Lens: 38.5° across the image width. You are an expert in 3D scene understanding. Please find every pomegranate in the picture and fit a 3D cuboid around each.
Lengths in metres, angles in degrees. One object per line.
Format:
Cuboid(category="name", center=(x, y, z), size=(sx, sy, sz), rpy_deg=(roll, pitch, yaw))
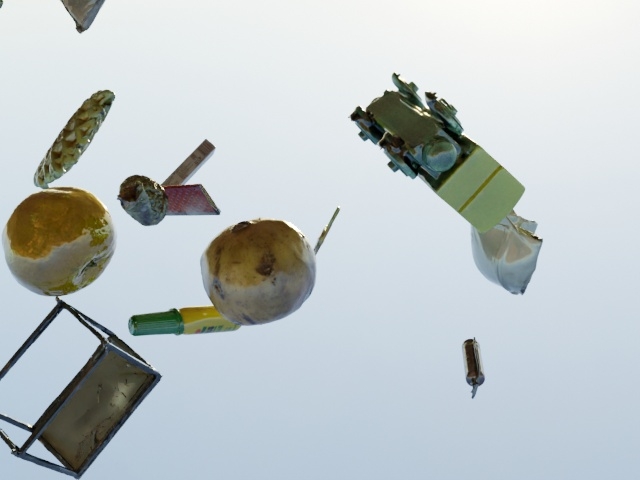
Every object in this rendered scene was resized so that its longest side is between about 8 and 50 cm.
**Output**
Cuboid(category="pomegranate", center=(-0.151, 0.073, 2.208), size=(0.281, 0.281, 0.281), rpy_deg=(-10, -156, 4))

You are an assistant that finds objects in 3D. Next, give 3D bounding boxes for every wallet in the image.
Cuboid(category="wallet", center=(-0.333, -0.092, 2.106), size=(0.196, 0.103, 0.020), rpy_deg=(0, -128, 28))

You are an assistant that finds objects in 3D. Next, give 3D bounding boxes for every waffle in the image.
Cuboid(category="waffle", center=(-0.453, -0.185, 1.678), size=(0.214, 0.054, 0.208), rpy_deg=(-62, -161, -16))

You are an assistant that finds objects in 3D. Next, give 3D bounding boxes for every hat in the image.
Cuboid(category="hat", center=(0.380, -0.018, 2.102), size=(0.168, 0.301, 0.258), rpy_deg=(-52, 177, 13))

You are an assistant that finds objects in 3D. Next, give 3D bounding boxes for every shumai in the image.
Cuboid(category="shumai", center=(-0.395, -0.087, 1.997), size=(0.099, 0.123, 0.087), rpy_deg=(-51, 178, 8))

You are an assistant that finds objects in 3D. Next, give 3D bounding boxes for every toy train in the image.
Cuboid(category="toy train", center=(0.197, -0.172, 1.670), size=(0.150, 0.237, 0.369), rpy_deg=(-47, -156, 8))

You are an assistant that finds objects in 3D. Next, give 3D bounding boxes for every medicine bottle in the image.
Cuboid(category="medicine bottle", center=(-0.347, 0.208, 2.375), size=(0.308, 0.076, 0.111), rpy_deg=(-1, 161, -31))

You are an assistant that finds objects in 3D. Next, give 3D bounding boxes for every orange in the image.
Cuboid(category="orange", center=(-0.622, -0.001, 2.174), size=(0.235, 0.279, 0.279), rpy_deg=(38, -135, 15))

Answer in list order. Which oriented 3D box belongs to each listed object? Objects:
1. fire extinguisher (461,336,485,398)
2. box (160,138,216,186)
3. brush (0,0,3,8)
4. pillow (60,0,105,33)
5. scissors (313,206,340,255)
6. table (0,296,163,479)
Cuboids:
Cuboid(category="fire extinguisher", center=(0.334, 0.273, 1.995), size=(0.043, 0.064, 0.158), rpy_deg=(13, -153, -3))
Cuboid(category="box", center=(-0.368, -0.182, 2.466), size=(0.218, 0.039, 0.055), rpy_deg=(-49, -179, -19))
Cuboid(category="brush", center=(-0.651, -0.329, 1.626), size=(0.054, 0.048, 0.282), rpy_deg=(19, -102, 56))
Cuboid(category="pillow", center=(-0.518, -0.620, 2.120), size=(0.169, 0.255, 0.059), rpy_deg=(47, -160, 19))
Cuboid(category="scissors", center=(0.000, 0.000, 2.468), size=(0.020, 0.134, 0.187), rpy_deg=(28, -133, -2))
Cuboid(category="table", center=(-0.624, 0.368, 2.257), size=(0.222, 0.272, 0.335), rpy_deg=(33, -100, 32))
